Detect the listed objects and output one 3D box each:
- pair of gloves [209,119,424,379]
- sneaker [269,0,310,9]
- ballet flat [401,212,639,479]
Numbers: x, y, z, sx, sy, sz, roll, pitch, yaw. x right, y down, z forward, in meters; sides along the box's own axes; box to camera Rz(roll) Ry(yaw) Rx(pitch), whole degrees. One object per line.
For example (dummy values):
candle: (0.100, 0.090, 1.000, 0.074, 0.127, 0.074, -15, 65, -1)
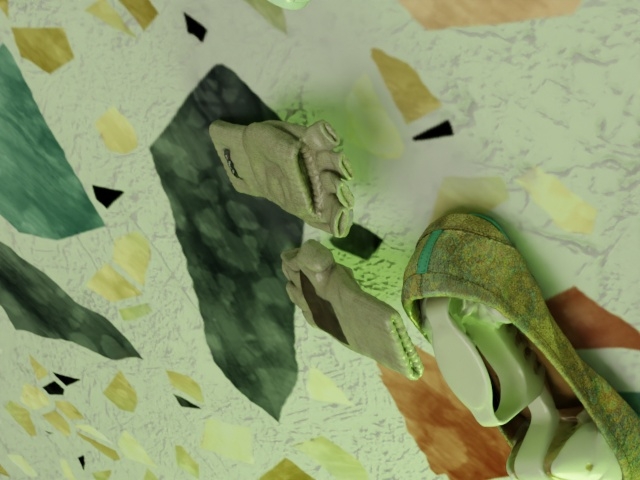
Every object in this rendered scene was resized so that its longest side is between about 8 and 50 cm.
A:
pair of gloves: (0.000, 0.000, 0.865, 0.204, 0.042, 0.240, 15, 133, 63)
sneaker: (-0.089, -0.276, 0.709, 0.258, 0.094, 0.091, 35, 121, -2)
ballet flat: (0.179, 0.136, 0.849, 0.123, 0.123, 0.348, -19, 114, 44)
